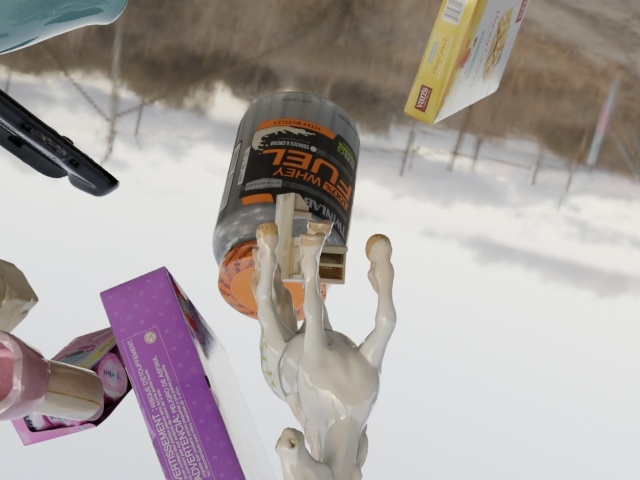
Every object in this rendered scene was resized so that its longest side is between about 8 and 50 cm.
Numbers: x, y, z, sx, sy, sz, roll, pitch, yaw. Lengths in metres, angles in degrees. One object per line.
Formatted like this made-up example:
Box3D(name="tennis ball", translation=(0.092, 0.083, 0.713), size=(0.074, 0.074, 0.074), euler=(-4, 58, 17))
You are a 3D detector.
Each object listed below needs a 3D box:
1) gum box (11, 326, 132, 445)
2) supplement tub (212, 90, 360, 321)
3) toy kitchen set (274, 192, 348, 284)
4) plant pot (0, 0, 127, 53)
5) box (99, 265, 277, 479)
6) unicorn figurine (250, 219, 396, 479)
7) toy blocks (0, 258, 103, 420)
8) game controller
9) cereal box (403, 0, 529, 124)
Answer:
Box3D(name="gum box", translation=(-0.285, 0.169, 1.314), size=(0.107, 0.062, 0.188), euler=(-17, -165, 23))
Box3D(name="supplement tub", translation=(-0.049, -0.049, 1.589), size=(0.193, 0.193, 0.316), euler=(13, -130, -6))
Box3D(name="toy kitchen set", translation=(0.000, 0.000, 0.879), size=(0.075, 0.068, 0.083), euler=(5, 176, -26))
Box3D(name="plant pot", translation=(-0.327, -0.305, 1.068), size=(0.255, 0.272, 0.271), euler=(-8, -162, -32))
Box3D(name="box", translation=(-0.090, 0.158, 0.904), size=(0.057, 0.201, 0.293), euler=(-22, 162, -3))
Box3D(name="unicorn figurine", translation=(-0.002, 0.050, 0.447), size=(0.060, 0.111, 0.162), euler=(3, -175, -1))
Box3D(name="toy blocks", translation=(-0.388, 0.079, 0.818), size=(0.309, 0.288, 0.260), euler=(51, -171, 26))
Box3D(name="game controller", translation=(-0.380, -0.151, 1.365), size=(0.166, 0.067, 0.319), euler=(19, 167, 32))
Box3D(name="cereal box", translation=(0.197, -0.253, 1.396), size=(0.047, 0.173, 0.240), euler=(27, -151, 19))
